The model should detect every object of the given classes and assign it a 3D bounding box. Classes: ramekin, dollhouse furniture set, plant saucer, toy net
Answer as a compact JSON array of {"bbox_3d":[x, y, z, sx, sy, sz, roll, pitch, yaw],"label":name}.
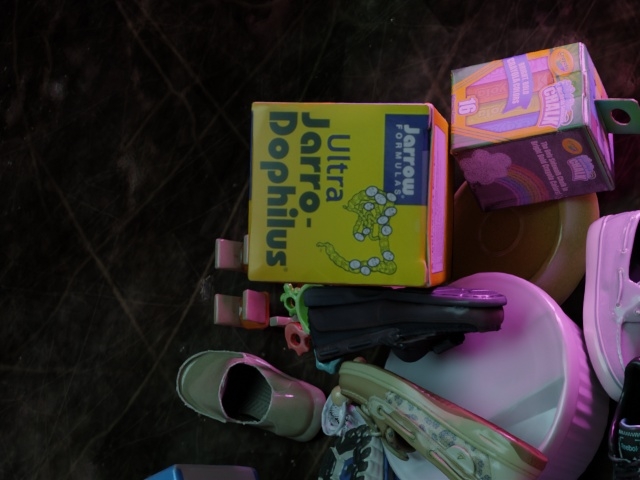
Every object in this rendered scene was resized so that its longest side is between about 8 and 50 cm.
[{"bbox_3d":[0.206,0.184,1.929,0.273,0.127,0.272,-21,57,36],"label":"ramekin"},{"bbox_3d":[0.000,0.000,2.240,0.262,0.135,0.259,-9,77,41],"label":"dollhouse furniture set"},{"bbox_3d":[0.228,-0.008,2.063,0.241,0.037,0.241,-21,57,36],"label":"plant saucer"},{"bbox_3d":[0.003,0.164,2.113,0.122,0.045,0.232,-9,95,39],"label":"toy net"}]

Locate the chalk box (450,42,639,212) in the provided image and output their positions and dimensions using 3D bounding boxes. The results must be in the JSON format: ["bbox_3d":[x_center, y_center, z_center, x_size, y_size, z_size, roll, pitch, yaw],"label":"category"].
[{"bbox_3d":[0.271,-0.136,1.982,0.213,0.132,0.132,-10,53,19],"label":"chalk box"}]

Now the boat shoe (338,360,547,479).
[{"bbox_3d":[0.113,0.211,1.835,0.285,0.104,0.089,25,87,45],"label":"boat shoe"}]

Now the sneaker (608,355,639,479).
[{"bbox_3d":[0.336,0.248,1.791,0.101,0.106,0.267,-1,72,41],"label":"sneaker"}]

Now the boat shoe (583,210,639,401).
[{"bbox_3d":[0.346,0.066,1.885,0.081,0.079,0.227,-24,53,40],"label":"boat shoe"}]

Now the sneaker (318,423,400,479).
[{"bbox_3d":[0.066,0.381,1.937,0.130,0.147,0.330,-27,42,51],"label":"sneaker"}]

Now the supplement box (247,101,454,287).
[{"bbox_3d":[0.044,-0.048,1.914,0.195,0.356,0.194,1,89,8],"label":"supplement box"}]

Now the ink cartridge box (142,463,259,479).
[{"bbox_3d":[-0.237,0.484,2.142,0.395,0.166,0.285,-29,67,31],"label":"ink cartridge box"}]

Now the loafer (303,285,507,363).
[{"bbox_3d":[0.096,0.099,1.923,0.302,0.109,0.095,0,90,50],"label":"loafer"}]

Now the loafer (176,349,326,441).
[{"bbox_3d":[-0.107,0.195,2.245,0.268,0.092,0.102,9,77,45],"label":"loafer"}]
